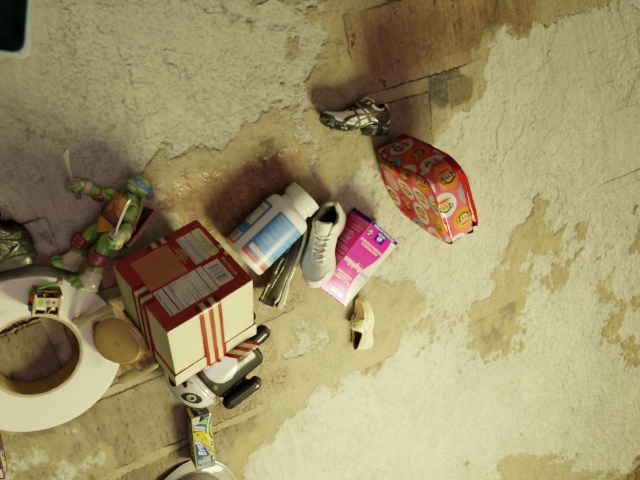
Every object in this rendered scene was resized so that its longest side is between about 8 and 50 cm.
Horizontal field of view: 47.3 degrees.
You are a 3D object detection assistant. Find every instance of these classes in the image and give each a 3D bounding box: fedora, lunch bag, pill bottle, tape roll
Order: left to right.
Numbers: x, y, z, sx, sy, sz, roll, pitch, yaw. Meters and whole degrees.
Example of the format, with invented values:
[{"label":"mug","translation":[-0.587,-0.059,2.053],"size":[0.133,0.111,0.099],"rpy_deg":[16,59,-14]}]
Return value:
[{"label":"tape roll","translation":[-0.650,0.246,1.653],"size":[0.392,0.072,0.392],"rpy_deg":[-9,113,-23]},{"label":"fedora","translation":[-0.338,0.739,1.970],"size":[0.275,0.124,0.244],"rpy_deg":[-45,123,-4]},{"label":"pill bottle","translation":[-0.112,-0.034,1.780],"size":[0.221,0.124,0.124],"rpy_deg":[-44,122,-4]},{"label":"lunch bag","translation":[0.268,-0.114,1.840],"size":[0.120,0.293,0.258],"rpy_deg":[-32,124,-11]}]

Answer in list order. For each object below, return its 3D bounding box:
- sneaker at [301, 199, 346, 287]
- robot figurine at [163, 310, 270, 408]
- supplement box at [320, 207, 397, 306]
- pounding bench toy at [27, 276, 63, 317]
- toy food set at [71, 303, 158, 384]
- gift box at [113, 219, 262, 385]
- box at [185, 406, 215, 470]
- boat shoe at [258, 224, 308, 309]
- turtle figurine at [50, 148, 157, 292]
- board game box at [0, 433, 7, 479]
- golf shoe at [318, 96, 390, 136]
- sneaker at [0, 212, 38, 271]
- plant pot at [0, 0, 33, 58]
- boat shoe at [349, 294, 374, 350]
[{"label":"sneaker","translation":[0.000,0.000,1.812],"size":[0.115,0.090,0.232],"rpy_deg":[73,27,-67]},{"label":"robot figurine","translation":[-0.254,0.285,1.803],"size":[0.278,0.209,0.173],"rpy_deg":[-39,134,-8]},{"label":"supplement box","translation":[0.076,0.044,1.913],"size":[0.111,0.114,0.220],"rpy_deg":[39,91,-33]},{"label":"pounding bench toy","translation":[-0.587,0.116,1.560],"size":[0.065,0.052,0.083],"rpy_deg":[5,107,-28]},{"label":"toy food set","translation":[-0.455,0.225,1.652],"size":[0.132,0.038,0.192],"rpy_deg":[-25,109,21]},{"label":"gift box","translation":[-0.277,0.144,1.646],"size":[0.276,0.255,0.258],"rpy_deg":[-26,148,-24]},{"label":"box","translation":[-0.317,0.518,1.932],"size":[0.054,0.059,0.169],"rpy_deg":[-11,114,-24]},{"label":"boat shoe","translation":[-0.092,0.061,1.853],"size":[0.069,0.081,0.227],"rpy_deg":[19,93,-2]},{"label":"turtle figurine","translation":[-0.491,-0.038,1.552],"size":[0.198,0.275,0.266],"rpy_deg":[32,99,2]},{"label":"board game box","translation":[-0.880,0.456,1.587],"size":[0.347,0.056,0.208],"rpy_deg":[-4,123,-14]},{"label":"golf shoe","translation":[0.085,-0.312,1.809],"size":[0.198,0.077,0.094],"rpy_deg":[3,93,-32]},{"label":"sneaker","translation":[-0.720,0.013,1.520],"size":[0.227,0.087,0.130],"rpy_deg":[-19,115,-23]},{"label":"plant pot","translation":[-0.638,-0.470,1.271],"size":[0.248,0.252,0.247],"rpy_deg":[3,107,-27]},{"label":"boat shoe","translation":[0.111,0.235,2.032],"size":[0.059,0.063,0.170],"rpy_deg":[-19,118,-26]}]
